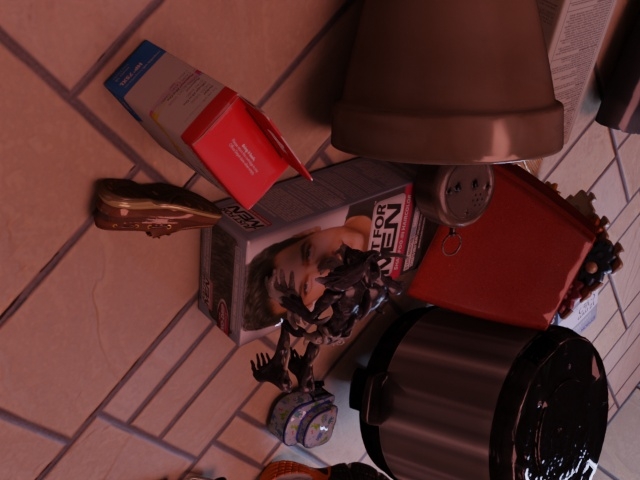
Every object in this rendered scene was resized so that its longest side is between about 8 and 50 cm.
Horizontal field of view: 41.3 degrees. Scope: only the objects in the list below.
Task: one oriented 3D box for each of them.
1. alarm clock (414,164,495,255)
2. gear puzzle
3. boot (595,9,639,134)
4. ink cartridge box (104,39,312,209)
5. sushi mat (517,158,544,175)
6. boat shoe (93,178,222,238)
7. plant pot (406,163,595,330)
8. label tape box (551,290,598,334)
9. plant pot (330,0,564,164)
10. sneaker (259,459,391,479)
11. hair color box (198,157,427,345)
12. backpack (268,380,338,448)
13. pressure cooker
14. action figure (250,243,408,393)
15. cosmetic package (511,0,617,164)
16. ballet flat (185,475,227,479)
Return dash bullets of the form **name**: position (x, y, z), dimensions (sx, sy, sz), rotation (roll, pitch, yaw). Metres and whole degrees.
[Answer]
- **alarm clock**: position (0.210, -0.066, 1.313), dimensions (0.129, 0.064, 0.192), rotation (-11, 114, -32)
- **gear puzzle**: position (0.470, -0.016, 1.654), dimensions (0.044, 0.338, 0.175), rotation (26, 122, -22)
- **boot**: position (0.639, -0.426, 1.655), dimensions (0.367, 0.146, 0.445), rotation (-7, 127, -42)
- **ink cartridge box**: position (-0.128, -0.124, 0.966), dimensions (0.078, 0.231, 0.134), rotation (-49, 142, -8)
- **sushi mat**: position (0.397, -0.237, 1.622), dimensions (0.151, 0.019, 0.316), rotation (-53, 143, -4)
- **boat shoe**: position (-0.210, -0.036, 1.091), dimensions (0.178, 0.064, 0.060), rotation (6, 118, -42)
- **plant pot**: position (0.334, 0.013, 1.491), dimensions (0.267, 0.236, 0.267), rotation (-65, 167, 14)
- **label tape box**: position (0.554, 0.201, 2.050), dimensions (0.249, 0.115, 0.347), rotation (-38, 138, -21)
- **plant pot**: position (0.175, -0.266, 1.157), dimensions (0.323, 0.323, 0.280), rotation (-15, 112, -40)
- **sneaker**: position (0.020, 0.484, 1.622), dimensions (0.121, 0.263, 0.099), rotation (84, 16, -54)
- **hair color box**: position (0.000, 0.000, 1.298), dimensions (0.375, 0.114, 0.185), rotation (-20, 131, -36)
- **backpack**: position (-0.029, 0.323, 1.539), dimensions (0.114, 0.084, 0.105), rotation (-7, 120, -41)
- **pressure cooker**: position (0.280, 0.310, 1.600), dimensions (0.375, 0.421, 0.369), rotation (-48, 127, -31)
- **action figure**: position (0.002, 0.085, 1.162), dimensions (0.164, 0.141, 0.275), rotation (1, 133, -46)
- **cosmetic package**: position (0.372, -0.298, 1.416), dimensions (0.160, 0.113, 0.309), rotation (-21, 138, -34)
- **ballet flat**: position (-0.235, 0.434, 1.424), dimensions (0.203, 0.074, 0.074), rotation (1, 117, -41)
